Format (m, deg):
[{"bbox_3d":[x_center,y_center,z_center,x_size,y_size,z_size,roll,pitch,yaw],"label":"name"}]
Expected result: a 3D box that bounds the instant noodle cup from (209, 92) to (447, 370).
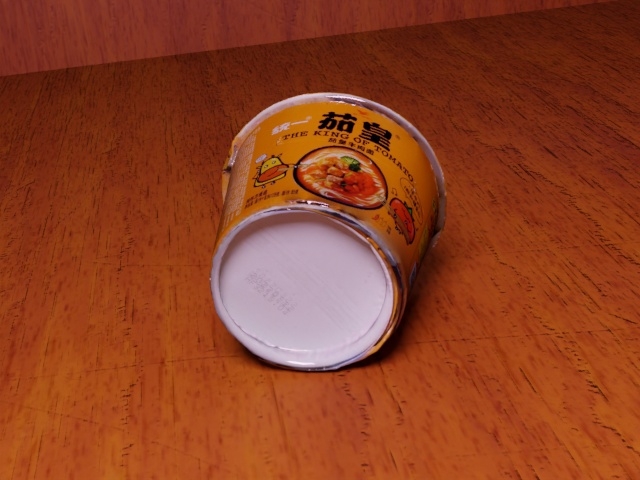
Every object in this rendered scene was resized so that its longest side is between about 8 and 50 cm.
[{"bbox_3d":[0.000,0.000,1.028,0.215,0.216,0.172,-2,30,11],"label":"instant noodle cup"}]
